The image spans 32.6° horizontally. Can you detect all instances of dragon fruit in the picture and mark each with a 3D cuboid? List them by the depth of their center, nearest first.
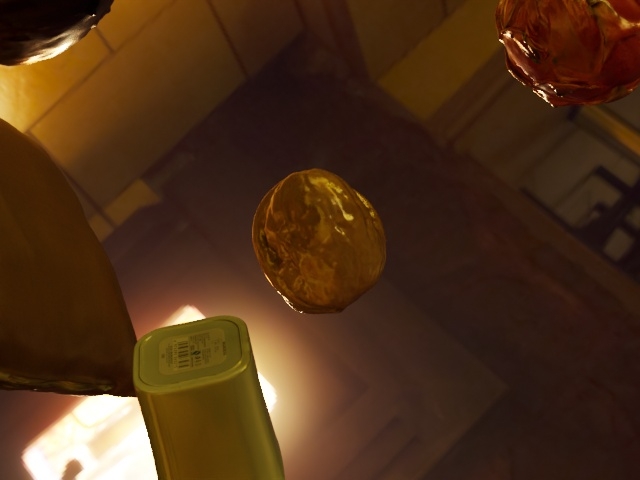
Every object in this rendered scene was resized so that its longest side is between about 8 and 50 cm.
[{"bbox_3d":[0.268,-0.223,1.138,0.172,0.172,0.209,-47,145,-2],"label":"dragon fruit"}]

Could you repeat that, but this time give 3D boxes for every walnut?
[{"bbox_3d":[0.000,0.000,1.219,0.149,0.166,0.166,-16,144,-15],"label":"walnut"}]

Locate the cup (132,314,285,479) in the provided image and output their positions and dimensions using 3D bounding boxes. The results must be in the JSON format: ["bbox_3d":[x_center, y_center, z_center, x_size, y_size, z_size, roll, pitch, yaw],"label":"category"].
[{"bbox_3d":[-0.085,0.127,0.833,0.095,0.128,0.129,-10,119,-2],"label":"cup"}]

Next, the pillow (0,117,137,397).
[{"bbox_3d":[-0.287,-0.009,0.889,0.108,0.305,0.308,-37,155,17],"label":"pillow"}]

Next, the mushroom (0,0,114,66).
[{"bbox_3d":[-0.265,-0.256,0.729,0.356,0.334,0.331,-19,167,11],"label":"mushroom"}]
